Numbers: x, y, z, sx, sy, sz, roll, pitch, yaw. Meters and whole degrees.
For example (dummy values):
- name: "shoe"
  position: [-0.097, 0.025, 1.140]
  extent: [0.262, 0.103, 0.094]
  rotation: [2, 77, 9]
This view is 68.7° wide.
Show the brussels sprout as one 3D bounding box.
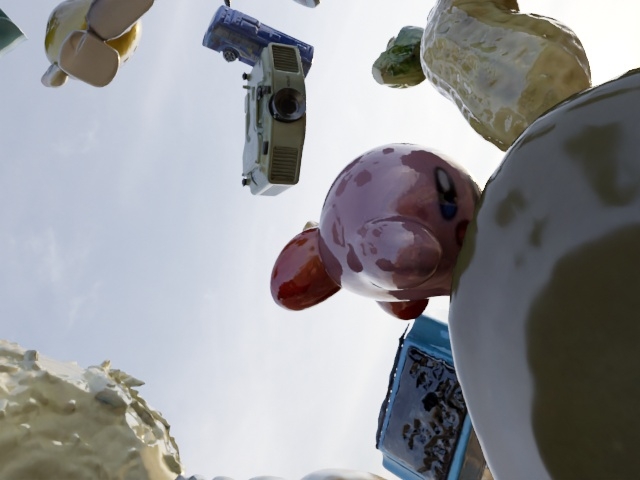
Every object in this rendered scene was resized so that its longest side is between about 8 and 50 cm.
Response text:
- name: "brussels sprout"
  position: [0.230, -0.483, 1.251]
  extent: [0.183, 0.146, 0.131]
  rotation: [-58, -9, -5]

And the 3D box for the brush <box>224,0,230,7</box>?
- name: "brush"
  position: [-0.231, -0.638, 1.071]
  extent: [0.016, 0.063, 0.193]
  rotation: [-39, -42, -38]

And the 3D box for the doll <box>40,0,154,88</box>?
- name: "doll"
  position: [-0.440, -0.429, 0.951]
  extent: [0.348, 0.423, 0.161]
  rotation: [-28, -54, 16]

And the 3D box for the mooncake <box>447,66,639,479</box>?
- name: "mooncake"
  position: [0.315, 0.097, 0.326]
  extent: [0.263, 0.467, 0.466]
  rotation: [-9, -53, -20]

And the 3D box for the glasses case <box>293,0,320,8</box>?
- name: "glasses case"
  position: [-0.054, -0.683, 1.281]
  extent: [0.045, 0.178, 0.067]
  rotation: [-36, -44, -6]

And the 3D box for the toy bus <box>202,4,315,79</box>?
- name: "toy bus"
  position: [-0.130, -0.424, 1.024]
  extent: [0.094, 0.237, 0.079]
  rotation: [129, 152, -47]

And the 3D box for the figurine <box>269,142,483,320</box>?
- name: "figurine"
  position: [0.097, -0.017, 0.626]
  extent: [0.270, 0.261, 0.210]
  rotation: [9, -110, -28]

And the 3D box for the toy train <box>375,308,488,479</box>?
- name: "toy train"
  position: [0.236, 0.266, 0.806]
  extent: [0.265, 0.188, 0.299]
  rotation: [3, -79, -49]

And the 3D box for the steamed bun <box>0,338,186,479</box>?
- name: "steamed bun"
  position: [-0.281, 0.247, 0.419]
  extent: [0.333, 0.312, 0.233]
  rotation: [64, -155, -3]

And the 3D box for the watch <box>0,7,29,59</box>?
- name: "watch"
  position: [-0.765, -0.514, 1.041]
  extent: [0.210, 0.211, 0.193]
  rotation: [-58, -2, -11]

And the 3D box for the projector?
- name: "projector"
  position: [-0.094, -0.230, 0.905]
  extent: [0.088, 0.194, 0.269]
  rotation: [2, -96, -22]

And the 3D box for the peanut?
- name: "peanut"
  position: [0.207, -0.216, 0.559]
  extent: [0.147, 0.305, 0.146]
  rotation: [-13, -42, -12]

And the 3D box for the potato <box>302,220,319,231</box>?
- name: "potato"
  position: [0.000, 0.000, 0.886]
  extent: [0.062, 0.083, 0.068]
  rotation: [-53, -3, -17]

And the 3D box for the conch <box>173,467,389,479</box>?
- name: "conch"
  position: [0.008, 0.257, 0.356]
  extent: [0.183, 0.275, 0.148]
  rotation: [57, -143, -77]
